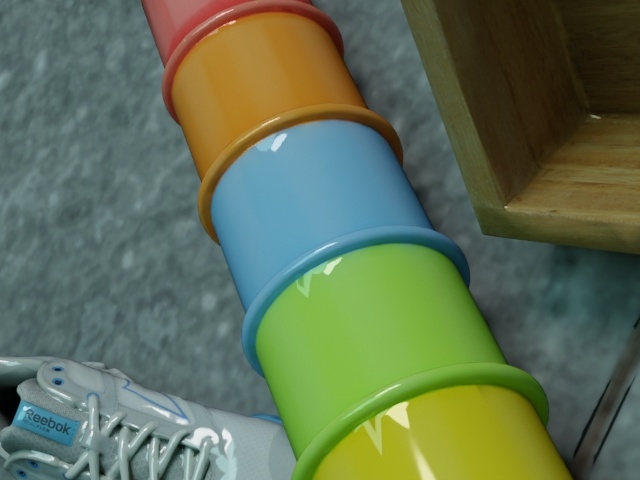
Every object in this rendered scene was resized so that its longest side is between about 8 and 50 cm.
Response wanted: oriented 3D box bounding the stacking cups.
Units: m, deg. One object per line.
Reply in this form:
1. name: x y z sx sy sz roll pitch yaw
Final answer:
1. stacking cups: 0.000 0.000 0.604 0.096 0.096 0.316 -40 52 21

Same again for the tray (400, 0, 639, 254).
1. tray: 0.194 -0.082 0.408 0.411 0.202 0.076 9 42 42

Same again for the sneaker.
1. sneaker: -0.075 0.083 0.645 0.191 0.083 0.071 11 79 40
